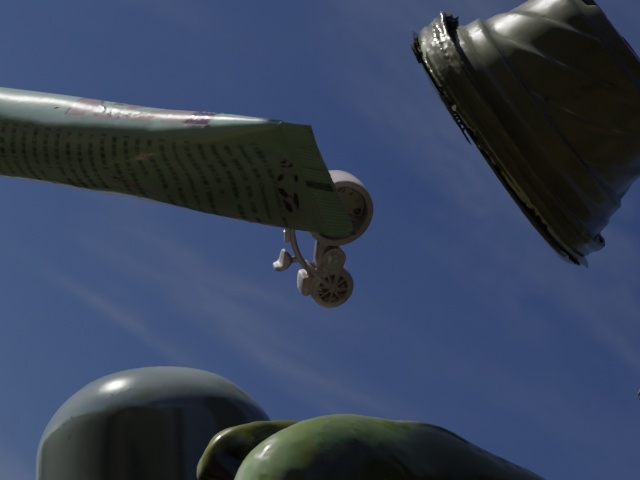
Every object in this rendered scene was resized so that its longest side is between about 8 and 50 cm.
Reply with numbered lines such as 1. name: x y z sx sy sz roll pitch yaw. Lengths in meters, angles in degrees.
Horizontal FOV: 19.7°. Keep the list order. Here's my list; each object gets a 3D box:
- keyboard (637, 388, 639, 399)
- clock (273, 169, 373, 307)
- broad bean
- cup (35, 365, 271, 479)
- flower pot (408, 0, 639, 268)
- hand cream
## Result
1. keyboard: 0.283 0.135 1.297 0.129 0.015 0.049 31 -22 11
2. clock: 0.000 0.000 1.661 0.041 0.087 0.129 -126 -142 -58
3. broad bean: 0.044 0.156 0.853 0.228 0.169 0.100 37 -47 -1
4. cup: -0.121 0.264 1.410 0.206 0.312 0.205 -4 -30 -2
5. flower pot: 0.189 -0.108 1.446 0.235 0.140 0.235 51 10 -13
6. hand cream: -0.131 -0.053 1.114 0.331 0.058 0.085 12 -43 35
